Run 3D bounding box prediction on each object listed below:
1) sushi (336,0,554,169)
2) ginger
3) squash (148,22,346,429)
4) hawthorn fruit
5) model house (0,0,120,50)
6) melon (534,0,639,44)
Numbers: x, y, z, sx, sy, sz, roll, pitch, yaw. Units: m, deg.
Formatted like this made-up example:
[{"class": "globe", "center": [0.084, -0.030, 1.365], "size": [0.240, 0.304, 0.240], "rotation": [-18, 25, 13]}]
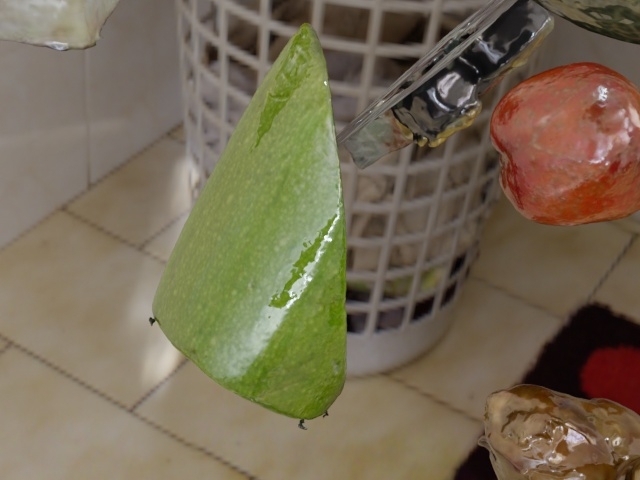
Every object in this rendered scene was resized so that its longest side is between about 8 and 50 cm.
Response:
[{"class": "sushi", "center": [0.137, -0.156, 1.183], "size": [0.064, 0.343, 0.359], "rotation": [49, 56, -6]}, {"class": "ginger", "center": [0.240, 0.243, 0.881], "size": [0.152, 0.274, 0.357], "rotation": [-36, 75, -5]}, {"class": "squash", "center": [0.000, 0.000, 1.069], "size": [0.203, 0.289, 0.111], "rotation": [28, 14, -17]}, {"class": "hawthorn fruit", "center": [0.177, -0.067, 0.897], "size": [0.128, 0.128, 0.128], "rotation": [5, 39, -4]}, {"class": "model house", "center": [-0.249, -0.355, 1.093], "size": [0.243, 0.284, 0.298], "rotation": [10, 39, -1]}, {"class": "melon", "center": [0.159, -0.196, 0.505], "size": [0.237, 0.237, 0.301], "rotation": [20, 23, 15]}]
